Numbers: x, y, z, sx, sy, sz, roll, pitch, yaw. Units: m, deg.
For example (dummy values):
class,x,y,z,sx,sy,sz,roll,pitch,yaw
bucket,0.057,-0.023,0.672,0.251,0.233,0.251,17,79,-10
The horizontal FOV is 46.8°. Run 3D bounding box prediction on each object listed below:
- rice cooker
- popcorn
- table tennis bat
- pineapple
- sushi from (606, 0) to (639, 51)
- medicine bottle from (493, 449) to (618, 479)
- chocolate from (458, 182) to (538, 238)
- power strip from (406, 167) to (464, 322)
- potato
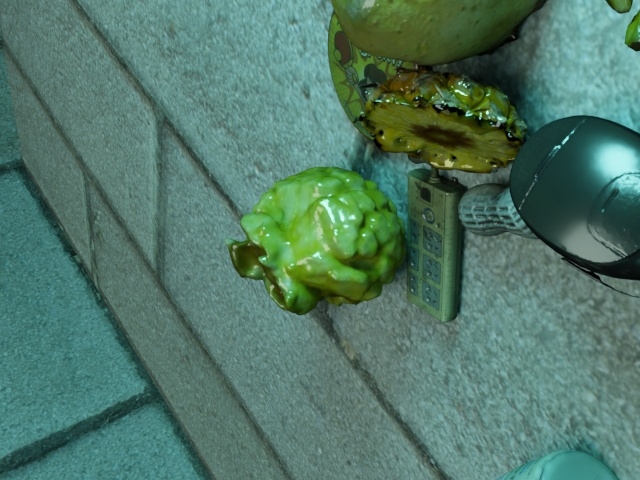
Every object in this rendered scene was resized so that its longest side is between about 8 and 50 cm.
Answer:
class,x,y,z,sx,sy,sz,roll,pitch,yaw
rice cooker,0.285,-0.036,0.721,0.203,0.118,0.142,44,106,31
popcorn,0.000,0.000,1.125,0.270,0.258,0.224,-5,96,22
table tennis bat,0.076,-0.278,1.014,0.200,0.038,0.310,33,140,44
pineapple,0.145,-0.145,0.867,0.225,0.225,0.076,-5,66,60
sushi,0.328,-0.187,0.513,0.296,0.179,0.167,61,145,9
medicine bottle,0.302,0.361,0.984,0.135,0.135,0.168,57,150,17
chocolate,0.231,-0.037,0.882,0.167,0.072,0.072,1,110,58
power strip,0.162,-0.005,1.055,0.092,0.034,0.268,34,137,45
potato,0.109,-0.304,0.761,0.242,0.242,0.285,50,144,28
